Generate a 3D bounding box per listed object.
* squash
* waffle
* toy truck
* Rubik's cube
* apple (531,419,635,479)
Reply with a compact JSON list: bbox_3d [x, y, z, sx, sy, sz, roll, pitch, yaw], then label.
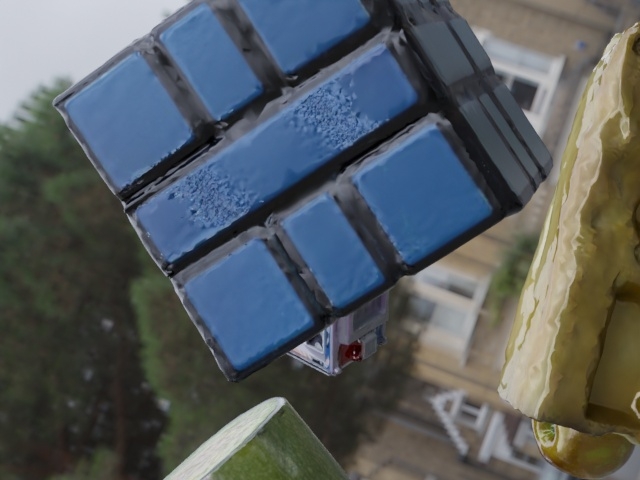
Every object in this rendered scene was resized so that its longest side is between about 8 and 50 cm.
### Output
[{"bbox_3d":[-0.028,0.414,1.783,0.263,0.384,0.263,-38,2,2],"label":"squash"},{"bbox_3d":[0.210,0.021,0.634,0.057,0.274,0.168,17,92,68],"label":"waffle"},{"bbox_3d":[0.000,0.000,1.638,0.124,0.155,0.268,-30,-47,-40],"label":"toy truck"},{"bbox_3d":[0.000,-0.090,1.256,0.288,0.283,0.293,-33,3,15],"label":"Rubik's cube"},{"bbox_3d":[0.278,0.197,1.571,0.102,0.114,0.099,7,-69,-34],"label":"apple"}]
